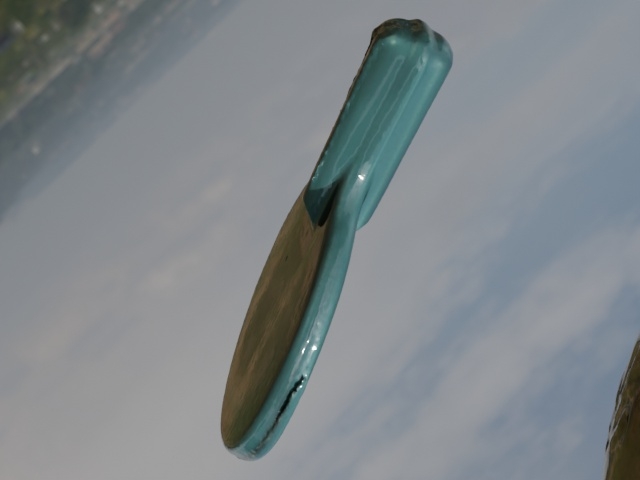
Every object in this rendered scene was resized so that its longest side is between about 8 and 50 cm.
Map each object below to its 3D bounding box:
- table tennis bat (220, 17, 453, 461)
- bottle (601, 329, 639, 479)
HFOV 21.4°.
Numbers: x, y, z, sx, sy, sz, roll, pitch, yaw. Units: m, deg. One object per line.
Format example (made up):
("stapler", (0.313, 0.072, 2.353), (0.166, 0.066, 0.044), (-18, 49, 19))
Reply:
("table tennis bat", (0.000, 0.000, 0.693), (0.124, 0.033, 0.201), (-93, -154, -63))
("bottle", (0.103, 0.020, 0.340), (0.083, 0.083, 0.270), (-82, 180, -78))
